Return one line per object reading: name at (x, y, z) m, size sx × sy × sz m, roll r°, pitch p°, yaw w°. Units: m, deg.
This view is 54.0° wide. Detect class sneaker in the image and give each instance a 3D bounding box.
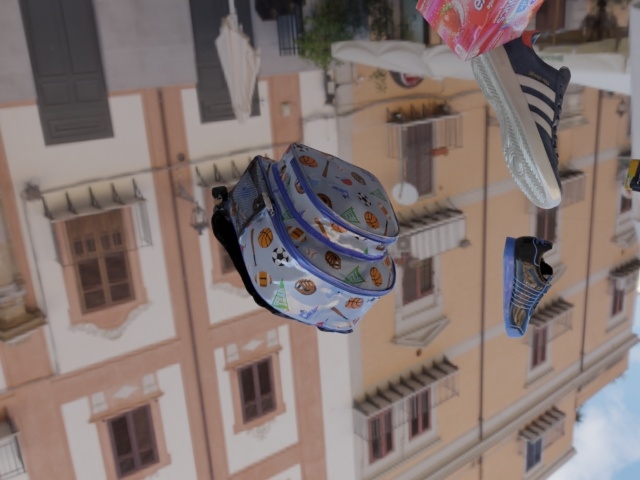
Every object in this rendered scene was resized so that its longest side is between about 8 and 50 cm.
sneaker at (0.409, -0.237, 1.168) m, size 0.148 × 0.350 × 0.131 m, roll -16°, pitch 174°, yaw -6°
sneaker at (0.409, 0.098, 1.234) m, size 0.090 × 0.232 × 0.081 m, roll 3°, pitch -148°, yaw 23°

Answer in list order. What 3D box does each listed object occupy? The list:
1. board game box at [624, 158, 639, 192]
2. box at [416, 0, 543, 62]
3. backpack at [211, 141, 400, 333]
board game box at (0.553, -0.083, 0.908) m, size 0.170 × 0.048 × 0.141 m, roll -6°, pitch -161°, yaw -36°
box at (0.293, -0.452, 0.993) m, size 0.154 × 0.142 × 0.300 m, roll -28°, pitch 163°, yaw -23°
backpack at (0.000, 0.000, 0.959) m, size 0.276 × 0.213 × 0.263 m, roll 13°, pitch -134°, yaw -32°
